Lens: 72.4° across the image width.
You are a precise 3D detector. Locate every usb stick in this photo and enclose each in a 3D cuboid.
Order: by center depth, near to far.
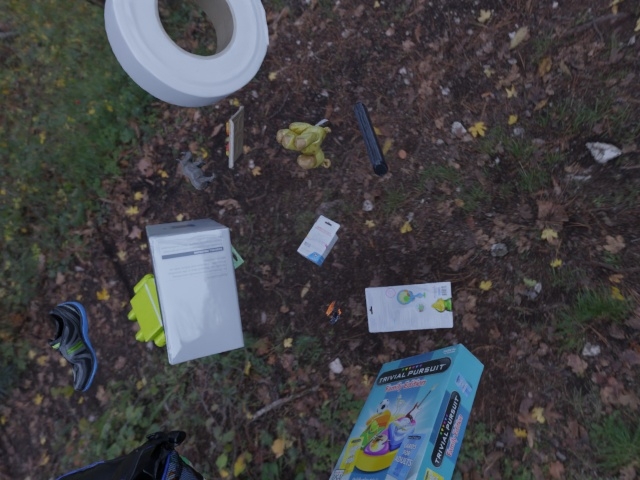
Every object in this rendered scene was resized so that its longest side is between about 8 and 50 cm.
[{"bbox_3d":[0.156,-0.323,1.376,0.045,0.077,0.278,-23,58,17],"label":"usb stick"}]

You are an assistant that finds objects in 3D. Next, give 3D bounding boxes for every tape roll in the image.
[{"bbox_3d":[-0.245,-0.404,0.825,0.100,0.286,0.286,4,95,57],"label":"tape roll"}]

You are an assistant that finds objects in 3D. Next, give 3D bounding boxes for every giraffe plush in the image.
[{"bbox_3d":[-0.047,-0.350,1.675,0.181,0.210,0.170,42,148,46],"label":"giraffe plush"}]

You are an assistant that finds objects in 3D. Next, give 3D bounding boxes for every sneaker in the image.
[{"bbox_3d":[-0.519,0.222,0.906,0.067,0.078,0.188,-24,80,33],"label":"sneaker"}]

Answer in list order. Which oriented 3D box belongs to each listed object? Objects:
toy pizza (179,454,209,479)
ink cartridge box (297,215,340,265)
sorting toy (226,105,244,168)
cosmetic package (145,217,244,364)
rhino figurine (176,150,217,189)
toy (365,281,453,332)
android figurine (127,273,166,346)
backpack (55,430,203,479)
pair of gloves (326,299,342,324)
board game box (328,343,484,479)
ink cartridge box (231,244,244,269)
[{"bbox_3d":[-0.286,0.465,0.860,0.201,0.201,0.032,20,77,25],"label":"toy pizza"},{"bbox_3d":[0.000,0.000,1.808,0.104,0.061,0.181,30,82,23],"label":"ink cartridge box"},{"bbox_3d":[-0.338,-0.411,1.725,0.038,0.208,0.193,8,123,-2],"label":"sorting toy"},{"bbox_3d":[-0.247,0.082,0.846,0.224,0.138,0.224,-162,65,-66],"label":"cosmetic package"},{"bbox_3d":[-0.553,-0.315,1.921,0.106,0.073,0.243,-42,68,-4],"label":"rhino figurine"},{"bbox_3d":[0.255,0.187,1.263,0.237,0.056,0.136,-5,102,10],"label":"toy"},{"bbox_3d":[-0.572,0.234,1.513,0.273,0.056,0.248,-42,67,28],"label":"android figurine"},{"bbox_3d":[-0.289,0.442,0.583,0.277,0.263,0.213,-27,112,11],"label":"backpack"},{"bbox_3d":[0.051,0.265,1.619,0.074,0.010,0.083,-60,32,23],"label":"pair of gloves"},{"bbox_3d":[0.171,0.386,0.895,0.079,0.336,0.254,44,140,-9],"label":"board game box"},{"bbox_3d":[-0.477,0.125,2.060,0.209,0.062,0.109,-40,81,7],"label":"ink cartridge box"}]
